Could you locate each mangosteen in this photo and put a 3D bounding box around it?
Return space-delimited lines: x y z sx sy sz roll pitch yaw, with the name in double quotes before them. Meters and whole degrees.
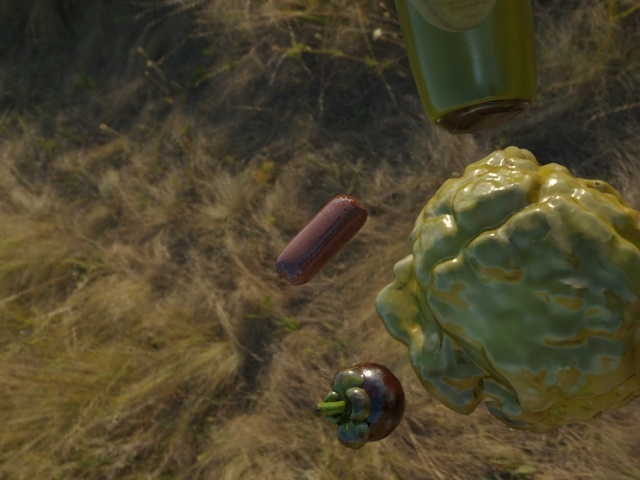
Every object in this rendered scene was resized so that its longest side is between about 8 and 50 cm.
"mangosteen" 0.078 0.300 1.514 0.146 0.181 0.155 -36 58 16

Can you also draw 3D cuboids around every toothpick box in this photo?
"toothpick box" 0.190 -0.281 1.059 0.175 0.175 0.271 -14 83 37

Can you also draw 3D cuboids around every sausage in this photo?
"sausage" 0.000 0.000 1.156 0.154 0.062 0.062 -46 42 -12

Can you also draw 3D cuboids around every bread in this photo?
"bread" 0.113 -0.238 0.708 0.036 0.112 0.193 -2 26 40

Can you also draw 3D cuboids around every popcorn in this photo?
"popcorn" 0.129 0.032 0.501 0.170 0.180 0.180 153 136 -70
